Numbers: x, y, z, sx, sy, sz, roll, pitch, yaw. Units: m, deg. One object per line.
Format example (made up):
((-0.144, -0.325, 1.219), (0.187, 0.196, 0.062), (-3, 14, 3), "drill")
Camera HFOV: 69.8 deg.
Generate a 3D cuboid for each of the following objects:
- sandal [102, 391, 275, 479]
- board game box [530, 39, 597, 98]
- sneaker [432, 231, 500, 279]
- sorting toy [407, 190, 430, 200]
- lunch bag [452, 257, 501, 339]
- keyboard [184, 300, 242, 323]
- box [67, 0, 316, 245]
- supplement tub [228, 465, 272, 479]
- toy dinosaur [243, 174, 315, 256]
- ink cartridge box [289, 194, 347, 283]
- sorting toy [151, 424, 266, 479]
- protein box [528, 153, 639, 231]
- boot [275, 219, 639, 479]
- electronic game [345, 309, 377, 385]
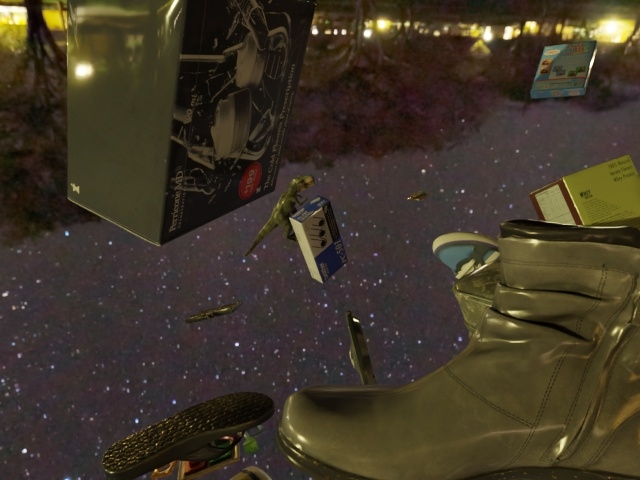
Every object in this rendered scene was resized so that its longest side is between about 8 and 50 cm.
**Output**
((-0.335, 0.528, 1.228), (0.446, 0.106, 0.167), (-16, -161, -17), "sandal")
((0.806, -0.566, 1.520), (0.160, 0.039, 0.211), (9, -114, 38), "board game box")
((0.445, 0.126, 1.196), (0.323, 0.130, 0.236), (19, -128, -10), "sneaker")
((0.340, -0.151, 1.551), (0.062, 0.012, 0.083), (6, -152, 40), "sorting toy")
((0.406, 0.172, 0.785), (0.213, 0.255, 0.305), (-26, -166, -16), "lunch bag")
((-0.346, 0.235, 1.463), (0.180, 0.023, 0.108), (-17, -177, 21), "keyboard")
((-0.184, -0.216, 0.689), (0.179, 0.343, 0.312), (25, -151, 17), "box")
((-0.267, 0.819, 1.282), (0.316, 0.228, 0.228), (-20, -147, -38), "supplement tub")
((-0.087, -0.056, 1.187), (0.118, 0.268, 0.064), (23, -162, -45), "toy dinosaur")
((0.000, 0.000, 1.126), (0.097, 0.207, 0.046), (-40, -135, -24), "ink cartridge box")
((-0.332, 0.616, 1.349), (0.348, 0.047, 0.196), (-19, -170, -8), "sorting toy")
((0.664, -0.070, 1.115), (0.200, 0.201, 0.136), (-19, 173, -13), "protein box")
((0.136, 0.086, 0.370), (0.339, 0.222, 0.118), (3, -166, 1), "boot")
((0.097, 0.283, 1.122), (0.048, 0.229, 0.229), (-14, -155, 2), "electronic game")
